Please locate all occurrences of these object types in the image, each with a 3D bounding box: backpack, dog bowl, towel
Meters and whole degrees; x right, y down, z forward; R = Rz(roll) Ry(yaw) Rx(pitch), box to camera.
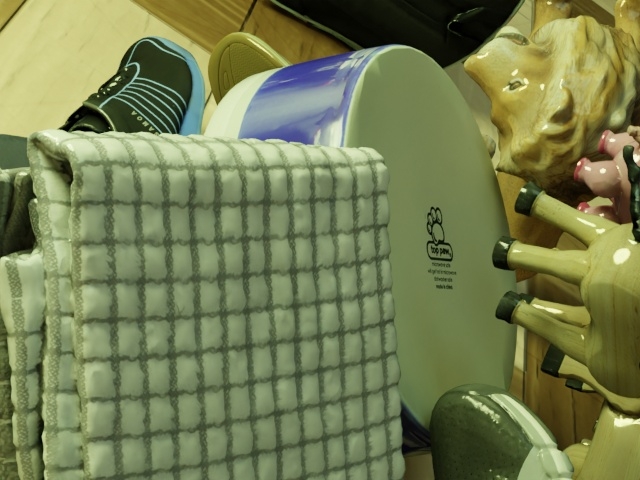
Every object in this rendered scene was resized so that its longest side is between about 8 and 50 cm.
[{"bbox_3d":[0.078,-0.295,1.435,0.253,0.225,0.191,32,35,-21],"label":"backpack"},{"bbox_3d":[0.032,0.010,0.946,0.265,0.104,0.265,31,54,-56],"label":"dog bowl"},{"bbox_3d":[-0.075,0.089,0.721,0.235,0.121,0.283,-5,92,-50],"label":"towel"}]

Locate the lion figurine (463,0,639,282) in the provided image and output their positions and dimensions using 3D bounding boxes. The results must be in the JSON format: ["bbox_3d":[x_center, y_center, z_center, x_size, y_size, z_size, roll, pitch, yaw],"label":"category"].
[{"bbox_3d":[0.177,-0.060,1.179,0.142,0.392,0.240,12,56,6],"label":"lion figurine"}]

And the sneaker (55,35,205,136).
[{"bbox_3d":[-0.139,-0.082,1.034,0.090,0.081,0.232,30,31,-29],"label":"sneaker"}]

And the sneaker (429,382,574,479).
[{"bbox_3d":[0.085,0.185,0.782,0.132,0.086,0.228,-2,62,-41],"label":"sneaker"}]

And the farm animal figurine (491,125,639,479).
[{"bbox_3d":[0.227,0.099,0.941,0.172,0.326,0.330,23,16,29],"label":"farm animal figurine"}]

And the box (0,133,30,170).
[{"bbox_3d":[-0.170,0.023,0.840,0.158,0.093,0.156,5,45,-45],"label":"box"}]

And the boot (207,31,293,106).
[{"bbox_3d":[0.014,-0.099,1.213,0.213,0.077,0.165,46,30,1],"label":"boot"}]
